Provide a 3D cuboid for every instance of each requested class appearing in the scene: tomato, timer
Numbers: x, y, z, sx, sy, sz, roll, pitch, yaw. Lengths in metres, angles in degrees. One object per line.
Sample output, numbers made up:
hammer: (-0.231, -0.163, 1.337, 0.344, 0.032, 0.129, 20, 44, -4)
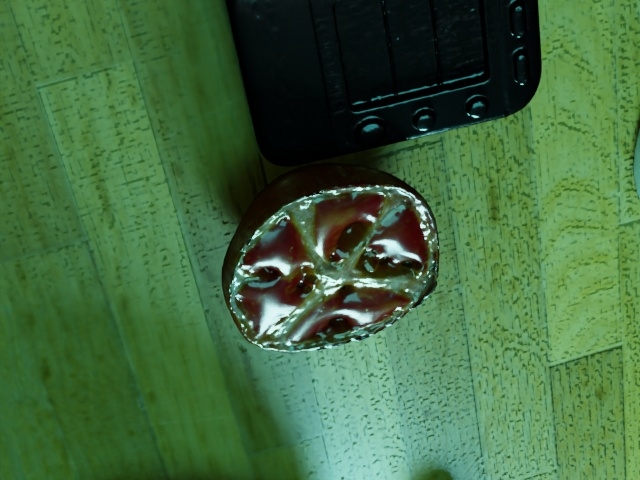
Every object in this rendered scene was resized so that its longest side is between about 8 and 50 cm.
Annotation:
tomato: (0.000, 0.000, 0.999, 0.156, 0.069, 0.155, -13, 135, -13)
timer: (0.041, -0.128, 0.925, 0.187, 0.055, 0.144, -13, 130, -3)

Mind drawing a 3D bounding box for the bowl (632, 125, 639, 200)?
bowl: (0.351, -0.048, 1.042, 0.238, 0.126, 0.237, -9, 131, -10)
